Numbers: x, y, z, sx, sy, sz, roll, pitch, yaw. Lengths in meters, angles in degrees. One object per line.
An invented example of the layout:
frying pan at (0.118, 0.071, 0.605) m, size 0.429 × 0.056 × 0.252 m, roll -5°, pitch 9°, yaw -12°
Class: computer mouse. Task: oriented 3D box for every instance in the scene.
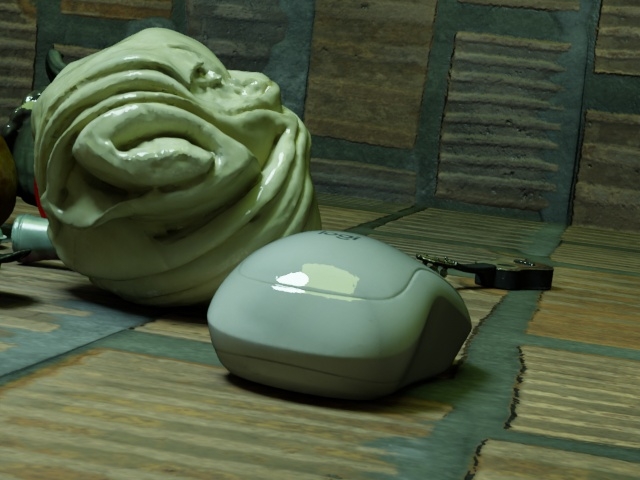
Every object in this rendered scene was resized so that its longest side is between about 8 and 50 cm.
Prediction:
computer mouse at (0.019, 0.050, 1.130) m, size 0.184 × 0.121 × 0.297 m, roll 7°, pitch 7°, yaw 22°

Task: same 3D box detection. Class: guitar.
guitar at (0.213, 0.042, 1.815) m, size 0.084 × 0.038 × 0.271 m, roll 10°, pitch 4°, yaw 40°

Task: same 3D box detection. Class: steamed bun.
steamed bun at (-0.154, -0.050, 1.337) m, size 0.276 × 0.289 × 0.203 m, roll -19°, pitch 14°, yaw 26°

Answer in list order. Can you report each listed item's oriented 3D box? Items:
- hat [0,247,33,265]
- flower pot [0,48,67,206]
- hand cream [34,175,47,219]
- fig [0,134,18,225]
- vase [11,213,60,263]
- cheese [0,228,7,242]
hat at (-0.326, 0.028, 1.281) m, size 0.121 × 0.050 × 0.121 m, roll 4°, pitch 2°, yaw 0°
flower pot at (-0.291, -0.128, 1.893) m, size 0.302 × 0.213 × 0.302 m, roll 16°, pitch -1°, yaw 0°
hand cream at (-0.238, -0.070, 1.662) m, size 0.193 × 0.193 × 0.125 m, roll 8°, pitch 9°, yaw 17°
fig at (-0.469, -0.141, 1.780) m, size 0.191 × 0.290 × 0.190 m, roll 10°, pitch -19°, yaw 4°
vase at (-0.235, 0.002, 1.535) m, size 0.214 × 0.086 × 0.086 m, roll 3°, pitch 5°, yaw 8°
cheese at (-0.411, -0.005, 1.638) m, size 0.067 × 0.026 × 0.120 m, roll 5°, pitch 6°, yaw -6°
